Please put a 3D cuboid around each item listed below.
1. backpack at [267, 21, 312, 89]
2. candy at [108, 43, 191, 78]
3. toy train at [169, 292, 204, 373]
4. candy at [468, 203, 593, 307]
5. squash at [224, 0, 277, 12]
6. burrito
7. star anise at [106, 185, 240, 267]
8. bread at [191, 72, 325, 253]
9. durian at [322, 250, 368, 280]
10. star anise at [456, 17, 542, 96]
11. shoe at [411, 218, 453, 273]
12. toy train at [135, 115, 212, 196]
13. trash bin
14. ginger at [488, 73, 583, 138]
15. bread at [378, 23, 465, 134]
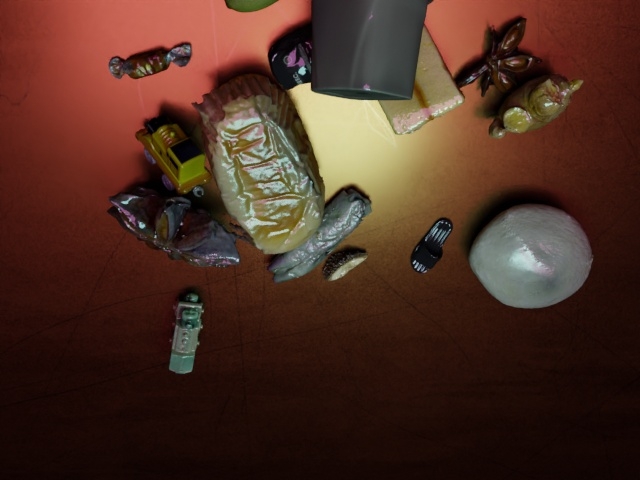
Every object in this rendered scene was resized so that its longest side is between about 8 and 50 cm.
[{"bbox_3d":[-0.026,-0.384,1.470,0.165,0.105,0.120,-30,119,8],"label":"backpack"},{"bbox_3d":[-0.361,-0.375,1.486,0.182,0.046,0.053,-12,116,5],"label":"candy"},{"bbox_3d":[-0.336,0.231,1.758,0.081,0.125,0.193,8,117,-12],"label":"toy train"},{"bbox_3d":[0.510,0.044,1.688,0.296,0.185,0.295,-1,123,-2],"label":"candy"},{"bbox_3d":[-0.117,-0.525,1.392,0.187,0.123,0.123,-29,116,15],"label":"squash"},{"bbox_3d":[-0.002,-0.001,1.694,0.309,0.066,0.096,-42,107,16],"label":"burrito"},{"bbox_3d":[-0.321,-0.028,1.569,0.332,0.332,0.117,31,75,-18],"label":"star anise"},{"bbox_3d":[-0.118,-0.165,1.528,0.236,0.183,0.388,-17,122,-5],"label":"bread"},{"bbox_3d":[0.058,0.062,1.738,0.130,0.052,0.066,-34,117,12],"label":"durian"},{"bbox_3d":[0.402,-0.379,1.533,0.157,0.053,0.212,26,111,-16],"label":"star anise"},{"bbox_3d":[0.278,0.021,1.733,0.062,0.053,0.159,22,111,-18],"label":"shoe"},{"bbox_3d":[-0.314,-0.190,1.511,0.089,0.219,0.127,-31,164,-26],"label":"toy train"},{"bbox_3d":[0.088,-0.401,1.341,0.219,0.220,0.249,-1,99,-47],"label":"trash bin"},{"bbox_3d":[0.466,-0.296,1.518,0.216,0.157,0.102,-29,89,39],"label":"ginger"},{"bbox_3d":[0.164,-0.374,1.458,0.168,0.163,0.264,-29,115,12],"label":"bread"}]
